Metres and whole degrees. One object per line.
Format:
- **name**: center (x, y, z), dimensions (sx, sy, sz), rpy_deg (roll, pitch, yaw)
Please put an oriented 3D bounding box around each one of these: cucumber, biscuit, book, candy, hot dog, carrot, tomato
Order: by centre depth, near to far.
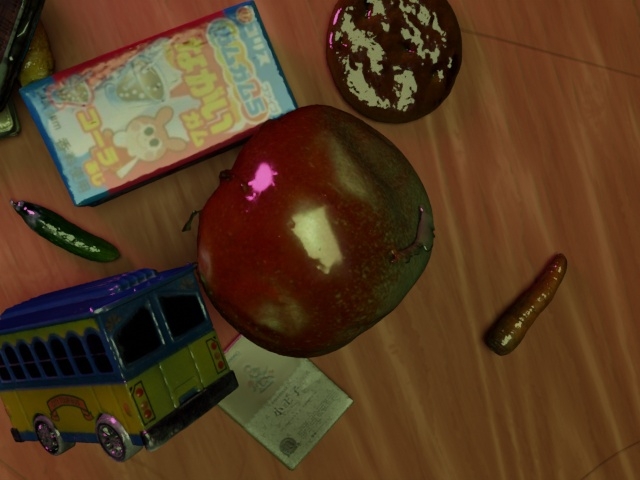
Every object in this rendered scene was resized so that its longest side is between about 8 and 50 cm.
- **tomato**: center (0.000, 0.000, 0.705), dimensions (0.239, 0.303, 0.303), rpy_deg (37, 86, 10)
- **hot dog**: center (-0.398, -0.324, 0.720), dimensions (0.068, 0.083, 0.289), rpy_deg (-24, 99, -29)
- **candy**: center (-0.195, -0.171, 0.760), dimensions (0.306, 0.100, 0.157), rpy_deg (-24, 98, -10)
- **cucumber**: center (-0.337, -0.009, 0.773), dimensions (0.155, 0.037, 0.037), rpy_deg (31, 87, -12)
- **biscuit**: center (0.107, -0.274, 0.847), dimensions (0.212, 0.036, 0.212), rpy_deg (-1, 95, -11)
- **book**: center (-0.064, 0.221, 0.855), dimensions (0.199, 0.016, 0.138), rpy_deg (45, 84, -11)
- **carrot**: center (0.325, 0.098, 0.915), dimensions (0.047, 0.047, 0.191), rpy_deg (43, 84, -11)

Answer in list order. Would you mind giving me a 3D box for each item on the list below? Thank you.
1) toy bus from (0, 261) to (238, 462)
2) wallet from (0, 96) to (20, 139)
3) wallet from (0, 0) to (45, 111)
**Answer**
- **toy bus**: center (-0.252, 0.136, 0.672), dimensions (0.138, 0.288, 0.175), rpy_deg (-29, 103, -52)
- **wallet**: center (-0.466, -0.164, 0.734), dimensions (0.155, 0.039, 0.110), rpy_deg (-17, 94, -11)
- **wallet**: center (-0.477, -0.288, 0.676), dimensions (0.317, 0.044, 0.169), rpy_deg (30, 102, 2)
